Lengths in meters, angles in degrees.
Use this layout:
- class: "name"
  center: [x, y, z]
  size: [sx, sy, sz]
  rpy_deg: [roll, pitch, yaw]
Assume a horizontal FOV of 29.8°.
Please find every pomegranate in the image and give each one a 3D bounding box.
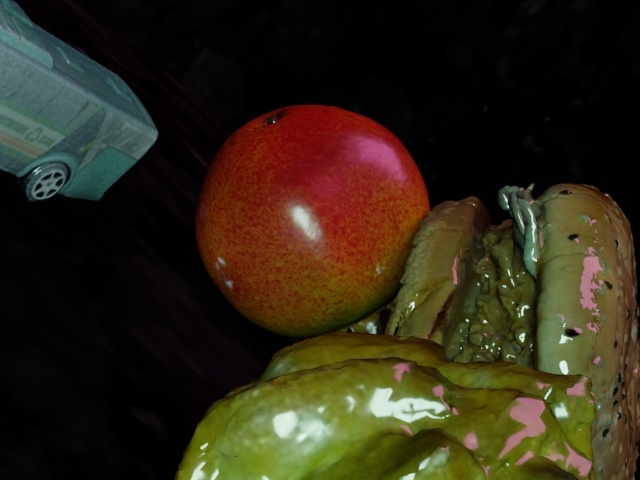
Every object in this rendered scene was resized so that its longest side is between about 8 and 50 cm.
- class: "pomegranate"
  center: [0.000, 0.000, 1.119]
  size: [0.257, 0.220, 0.221]
  rpy_deg: [62, 4, -5]

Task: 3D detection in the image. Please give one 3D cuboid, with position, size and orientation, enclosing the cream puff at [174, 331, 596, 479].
- class: "cream puff"
  center: [0.045, 0.146, 0.532]
  size: [0.244, 0.196, 0.244]
  rpy_deg: [8, 1, 0]

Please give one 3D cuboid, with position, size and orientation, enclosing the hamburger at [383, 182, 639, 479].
- class: "hamburger"
  center: [0.168, 0.108, 1.021]
  size: [0.195, 0.318, 0.277]
  rpy_deg: [-1, -4, 17]

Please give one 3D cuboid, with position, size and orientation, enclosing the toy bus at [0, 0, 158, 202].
- class: "toy bus"
  center: [-0.215, -0.099, 0.812]
  size: [0.091, 0.109, 0.261]
  rpy_deg: [53, 9, 21]
